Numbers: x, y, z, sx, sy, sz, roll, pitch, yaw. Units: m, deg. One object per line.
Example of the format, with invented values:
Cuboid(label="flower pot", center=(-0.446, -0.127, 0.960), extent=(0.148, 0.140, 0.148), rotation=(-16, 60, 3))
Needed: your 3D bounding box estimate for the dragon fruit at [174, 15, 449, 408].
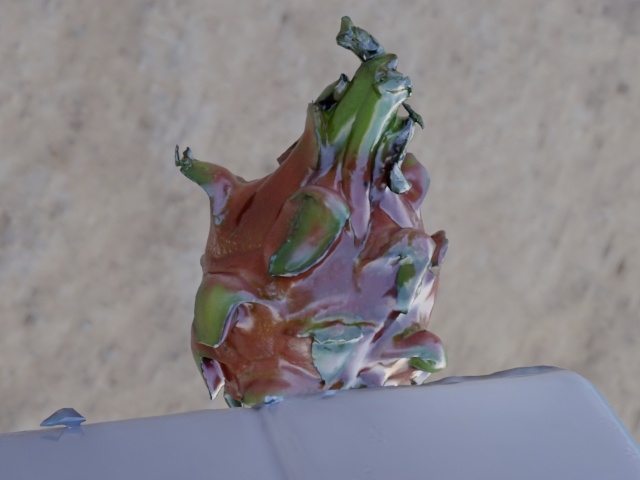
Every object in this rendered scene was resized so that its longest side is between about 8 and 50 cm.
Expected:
Cuboid(label="dragon fruit", center=(-0.004, 0.000, 1.007), extent=(0.137, 0.135, 0.235), rotation=(-9, 125, -8))

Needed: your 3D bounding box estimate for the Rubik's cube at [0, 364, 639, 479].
Cuboid(label="Rubik's cube", center=(-0.030, 0.230, 0.450), extent=(0.291, 0.290, 0.291), rotation=(-5, 117, -13))
